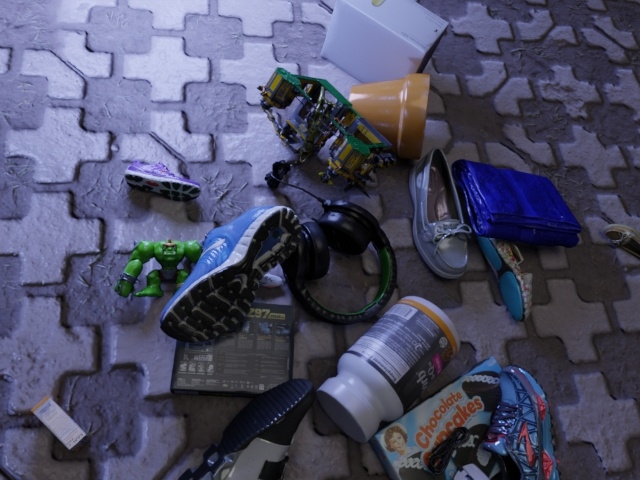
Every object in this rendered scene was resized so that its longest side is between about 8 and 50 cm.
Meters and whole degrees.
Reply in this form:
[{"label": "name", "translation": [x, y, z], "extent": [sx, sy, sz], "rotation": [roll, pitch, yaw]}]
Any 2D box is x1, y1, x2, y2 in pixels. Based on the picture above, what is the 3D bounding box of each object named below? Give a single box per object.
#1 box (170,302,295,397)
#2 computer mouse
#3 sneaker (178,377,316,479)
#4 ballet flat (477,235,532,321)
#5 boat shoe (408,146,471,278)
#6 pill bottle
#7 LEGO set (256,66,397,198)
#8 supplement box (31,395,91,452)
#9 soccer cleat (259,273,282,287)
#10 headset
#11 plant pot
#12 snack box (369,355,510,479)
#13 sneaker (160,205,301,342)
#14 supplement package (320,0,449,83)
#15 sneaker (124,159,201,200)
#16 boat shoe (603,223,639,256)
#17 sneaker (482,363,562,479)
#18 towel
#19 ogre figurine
[{"label": "box", "translation": [-0.168, 0.214, 1.061], "extent": [0.232, 0.059, 0.184], "rotation": [5, 64, -10]}, {"label": "computer mouse", "translation": [0.288, 0.457, 0.997], "extent": [0.106, 0.042, 0.193], "rotation": [-31, 79, -24]}, {"label": "sneaker", "translation": [-0.113, 0.395, 0.952], "extent": [0.330, 0.122, 0.146], "rotation": [-44, 107, -10]}, {"label": "ballet flat", "translation": [0.451, 0.069, 1.258], "extent": [0.077, 0.091, 0.241], "rotation": [-14, 71, -14]}, {"label": "boat shoe", "translation": [0.287, -0.067, 1.276], "extent": [0.118, 0.103, 0.321], "rotation": [2, 65, -12]}, {"label": "pill bottle", "translation": [0.135, 0.251, 1.058], "extent": [0.278, 0.162, 0.162], "rotation": [-39, 79, -25]}, {"label": "LEGO set", "translation": [-0.011, -0.216, 1.205], "extent": [0.331, 0.192, 0.255], "rotation": [43, 29, 7]}, {"label": "supplement box", "translation": [-0.454, 0.324, 0.940], "extent": [0.098, 0.062, 0.036], "rotation": [41, 62, 7]}, {"label": "soccer cleat", "translation": [-0.122, 0.082, 1.148], "extent": [0.083, 0.036, 0.029], "rotation": [11, 63, -8]}, {"label": "headset", "translation": [0.000, 0.000, 1.184], "extent": [0.243, 0.185, 0.394], "rotation": [-31, 90, -24]}, {"label": "plant pot", "translation": [0.165, -0.312, 1.325], "extent": [0.187, 0.205, 0.205], "rotation": [7, 63, 8]}, {"label": "snack box", "translation": [0.276, 0.395, 1.078], "extent": [0.321, 0.060, 0.187], "rotation": [-26, 74, -22]}, {"label": "sneaker", "translation": [-0.185, 0.058, 1.050], "extent": [0.330, 0.147, 0.130], "rotation": [-47, 124, -17]}, {"label": "supplement package", "translation": [0.162, -0.528, 1.408], "extent": [0.261, 0.204, 0.145], "rotation": [34, 63, 3]}, {"label": "sneaker", "translation": [-0.345, -0.141, 1.186], "extent": [0.169, 0.068, 0.071], "rotation": [17, 57, -4]}, {"label": "boat shoe", "translation": [0.807, 0.007, 1.392], "extent": [0.153, 0.056, 0.048], "rotation": [28, 57, -7]}, {"label": "sneaker", "translation": [0.372, 0.370, 1.022], "extent": [0.125, 0.104, 0.262], "rotation": [0, 68, -13]}, {"label": "towel", "translation": [0.482, -0.096, 1.302], "extent": [0.308, 0.076, 0.228], "rotation": [7, 53, -25]}, {"label": "ogre figurine", "translation": [-0.311, 0.056, 1.089], "extent": [0.196, 0.097, 0.118], "rotation": [-3, 83, 2]}]
